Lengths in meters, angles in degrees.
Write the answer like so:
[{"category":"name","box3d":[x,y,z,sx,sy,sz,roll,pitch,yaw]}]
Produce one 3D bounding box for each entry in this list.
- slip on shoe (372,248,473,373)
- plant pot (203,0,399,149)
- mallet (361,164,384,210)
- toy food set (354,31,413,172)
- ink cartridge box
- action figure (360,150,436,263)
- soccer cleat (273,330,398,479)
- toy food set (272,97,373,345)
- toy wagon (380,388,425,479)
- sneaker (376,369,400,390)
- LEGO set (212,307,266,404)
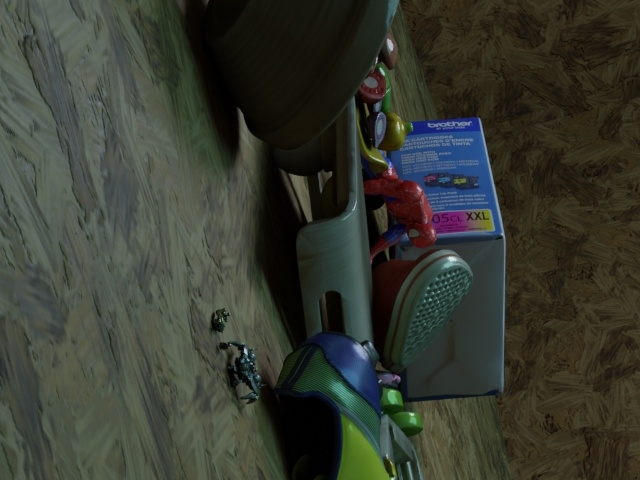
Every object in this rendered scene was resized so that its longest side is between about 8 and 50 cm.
[{"category":"slip on shoe","box3d":[0.090,0.070,1.759,0.101,0.123,0.331,45,-11,7]},{"category":"plant pot","box3d":[-0.031,-0.211,1.447,0.109,0.237,0.237,24,37,-25]},{"category":"mallet","box3d":[0.059,-0.124,2.304,0.062,0.039,0.190,69,7,-46]},{"category":"toy food set","box3d":[0.063,-0.187,1.870,0.128,0.071,0.218,-86,161,-63]},{"category":"ink cartridge box","box3d":[0.171,0.004,2.257,0.395,0.151,0.270,-88,175,-58]},{"category":"action figure","box3d":[0.043,-0.071,1.985,0.280,0.139,0.091,54,-3,38]},{"category":"soccer cleat","box3d":[0.017,0.219,1.388,0.121,0.093,0.289,-39,124,-47]},{"category":"toy food set","box3d":[0.000,0.000,1.611,0.306,0.092,0.220,-88,173,-57]},{"category":"toy wagon","box3d":[0.080,0.291,1.642,0.344,0.068,0.267,52,24,-67]},{"category":"sneaker","box3d":[0.063,0.177,1.834,0.119,0.047,0.057,31,67,-77]},{"category":"LEGO set","box3d":[-0.060,0.090,1.226,0.054,0.023,0.083,-95,167,-47]}]
